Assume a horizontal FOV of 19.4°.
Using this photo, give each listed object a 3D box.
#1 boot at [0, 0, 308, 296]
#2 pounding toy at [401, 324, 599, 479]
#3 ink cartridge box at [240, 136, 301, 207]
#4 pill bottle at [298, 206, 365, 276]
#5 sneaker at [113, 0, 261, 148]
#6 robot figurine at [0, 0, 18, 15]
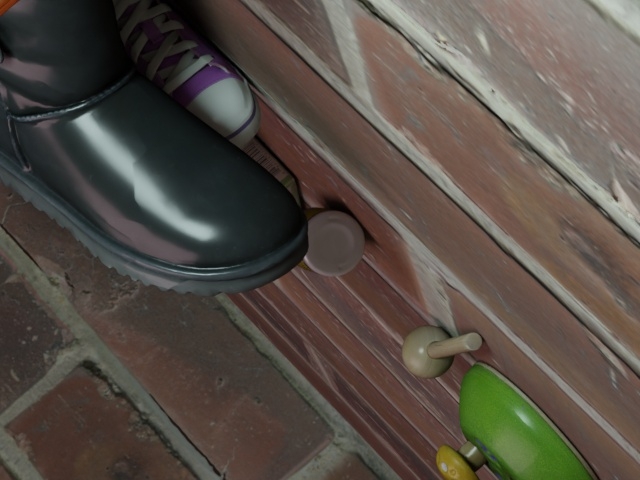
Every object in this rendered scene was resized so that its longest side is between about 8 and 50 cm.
[{"bbox_3d":[-0.187,-0.193,1.519,0.367,0.146,0.445,23,139,28],"label":"boot"},{"bbox_3d":[0.156,0.199,1.792,0.237,0.110,0.183,49,172,-10],"label":"pounding toy"},{"bbox_3d":[-0.089,-0.072,2.028,0.171,0.056,0.235,46,170,16],"label":"ink cartridge box"},{"bbox_3d":[0.000,0.000,1.842,0.065,0.065,0.116,50,173,-10],"label":"pill bottle"},{"bbox_3d":[-0.170,-0.195,1.711,0.282,0.102,0.161,43,166,31],"label":"sneaker"},{"bbox_3d":[-0.266,-0.230,1.161,0.219,0.128,0.158,48,-155,-6],"label":"robot figurine"}]
